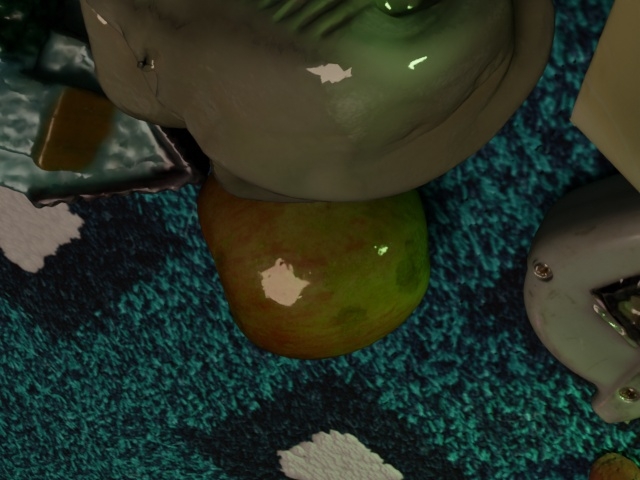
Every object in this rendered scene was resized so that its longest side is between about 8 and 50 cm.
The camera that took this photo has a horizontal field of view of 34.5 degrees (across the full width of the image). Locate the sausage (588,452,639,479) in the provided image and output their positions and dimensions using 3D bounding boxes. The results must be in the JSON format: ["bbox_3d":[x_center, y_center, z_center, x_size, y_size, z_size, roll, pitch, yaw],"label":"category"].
[{"bbox_3d":[0.421,0.408,1.363,0.087,0.079,0.326,-22,121,12],"label":"sausage"}]

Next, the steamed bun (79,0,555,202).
[{"bbox_3d":[-0.009,-0.166,0.841,0.368,0.342,0.255,26,140,26],"label":"steamed bun"}]

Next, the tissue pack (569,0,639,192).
[{"bbox_3d":[0.385,-0.083,0.653,0.405,0.205,0.331,54,157,29],"label":"tissue pack"}]

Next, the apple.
[{"bbox_3d":[0.000,0.000,1.097,0.226,0.246,0.246,-18,127,3],"label":"apple"}]

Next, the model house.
[{"bbox_3d":[-0.194,-0.146,1.014,0.249,0.280,0.230,17,104,-10],"label":"model house"}]

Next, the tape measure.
[{"bbox_3d":[0.334,0.058,1.028,0.265,0.130,0.258,42,139,-14],"label":"tape measure"}]
